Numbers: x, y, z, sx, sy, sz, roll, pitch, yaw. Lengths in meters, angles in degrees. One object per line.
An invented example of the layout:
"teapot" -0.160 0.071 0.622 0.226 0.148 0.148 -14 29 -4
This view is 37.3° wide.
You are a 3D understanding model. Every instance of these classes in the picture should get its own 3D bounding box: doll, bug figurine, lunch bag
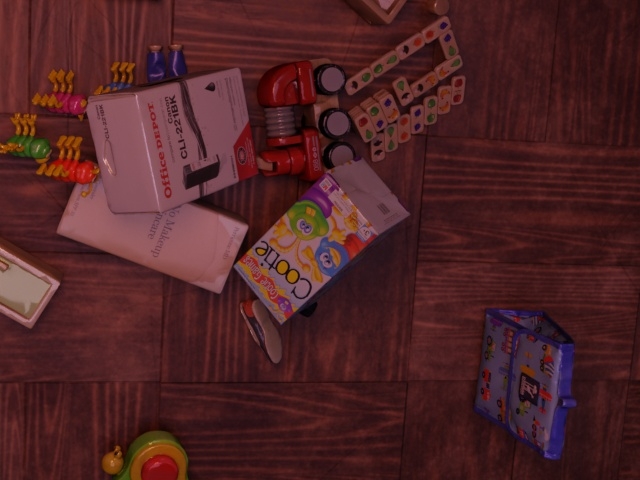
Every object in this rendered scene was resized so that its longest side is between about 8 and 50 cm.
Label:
"doll" -0.269 -0.258 1.719 0.129 0.046 0.189 -5 101 -15
"bug figurine" -0.420 -0.194 1.618 0.216 0.279 0.072 11 144 20
"lunch bag" 0.420 0.274 1.831 0.138 0.293 0.221 4 99 -13

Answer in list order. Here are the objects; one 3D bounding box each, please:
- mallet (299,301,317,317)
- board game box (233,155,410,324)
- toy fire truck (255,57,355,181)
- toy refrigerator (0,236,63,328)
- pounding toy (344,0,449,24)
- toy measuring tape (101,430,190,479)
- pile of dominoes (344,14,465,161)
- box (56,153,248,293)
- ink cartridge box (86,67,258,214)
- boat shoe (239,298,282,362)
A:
"mallet" 0.010 0.065 1.844 0.062 0.039 0.190 42 86 -14
"board game box" 0.000 0.000 1.691 0.142 0.144 0.275 50 121 7
"toy fire truck" -0.086 -0.210 1.730 0.246 0.158 0.217 -12 103 -20
"toy refrigerator" -0.602 0.040 1.677 0.269 0.094 0.102 34 92 -15
"pounding toy" 0.142 -0.484 1.749 0.206 0.094 0.181 37 86 -25
"toy measuring tape" -0.255 0.433 1.818 0.330 0.121 0.121 14 97 -23
"pile of dominoes" 0.171 -0.272 1.772 0.251 0.040 0.196 -35 131 -5
"box" -0.302 -0.030 1.714 0.311 0.121 0.148 21 95 -14
"ink cartridge box" -0.241 -0.171 1.591 0.273 0.114 0.197 -28 113 -52
"boat shoe" -0.115 0.176 1.832 0.043 0.049 0.137 -11 109 34
